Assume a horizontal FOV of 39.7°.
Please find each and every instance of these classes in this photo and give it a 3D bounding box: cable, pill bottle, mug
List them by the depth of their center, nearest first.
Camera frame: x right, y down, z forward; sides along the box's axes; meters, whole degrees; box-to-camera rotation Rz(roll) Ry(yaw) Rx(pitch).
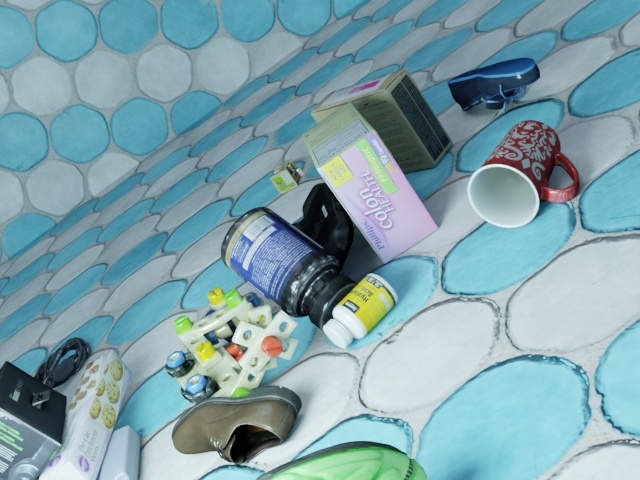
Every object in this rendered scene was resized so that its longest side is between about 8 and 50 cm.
[{"bbox_3d":[0.060,0.111,1.373,0.116,0.065,0.065,-44,23,-20],"label":"pill bottle"},{"bbox_3d":[0.329,-0.103,1.406,0.169,0.150,0.113,-52,-10,-45],"label":"mug"},{"bbox_3d":[-0.048,0.048,1.444,0.219,0.123,0.123,36,68,27],"label":"pill bottle"},{"bbox_3d":[-0.596,0.293,2.014,0.150,0.047,0.184,-24,26,39],"label":"cable"}]

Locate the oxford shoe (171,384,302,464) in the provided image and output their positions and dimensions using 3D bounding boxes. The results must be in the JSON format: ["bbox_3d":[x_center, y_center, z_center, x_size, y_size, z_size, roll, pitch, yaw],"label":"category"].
[{"bbox_3d":[-0.138,0.281,1.293,0.227,0.083,0.096,-23,29,31],"label":"oxford shoe"}]

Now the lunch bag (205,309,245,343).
[{"bbox_3d":[-0.169,0.143,1.648,0.067,0.065,0.098,-41,23,-15],"label":"lunch bag"}]

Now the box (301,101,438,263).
[{"bbox_3d":[0.083,-0.111,1.597,0.117,0.213,0.243,-34,21,6],"label":"box"}]

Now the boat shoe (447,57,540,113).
[{"bbox_3d":[0.360,-0.308,1.785,0.109,0.089,0.258,-27,14,-15],"label":"boat shoe"}]

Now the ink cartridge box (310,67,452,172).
[{"bbox_3d":[0.123,-0.231,1.819,0.235,0.193,0.088,-6,36,51],"label":"ink cartridge box"}]

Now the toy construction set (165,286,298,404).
[{"bbox_3d":[-0.139,0.178,1.438,0.215,0.151,0.328,-35,13,-14],"label":"toy construction set"}]

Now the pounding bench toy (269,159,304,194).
[{"bbox_3d":[-0.071,-0.163,2.160,0.083,0.052,0.065,-26,23,24],"label":"pounding bench toy"}]

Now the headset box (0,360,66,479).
[{"bbox_3d":[-0.538,0.353,1.435,0.283,0.131,0.246,-55,15,-3],"label":"headset box"}]

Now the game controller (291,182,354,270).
[{"bbox_3d":[0.000,0.000,1.632,0.166,0.067,0.319,-57,18,14],"label":"game controller"}]

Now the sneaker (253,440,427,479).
[{"bbox_3d":[-0.108,0.332,0.999,0.483,0.185,0.202,-29,26,14],"label":"sneaker"}]

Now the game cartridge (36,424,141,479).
[{"bbox_3d":[-0.419,0.429,1.441,0.297,0.062,0.198,-34,17,4],"label":"game cartridge"}]

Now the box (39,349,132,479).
[{"bbox_3d":[-0.389,0.304,1.500,0.063,0.067,0.324,-30,21,13],"label":"box"}]

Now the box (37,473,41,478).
[{"bbox_3d":[-0.516,0.376,1.626,0.102,0.101,0.087,-41,21,-14],"label":"box"}]
